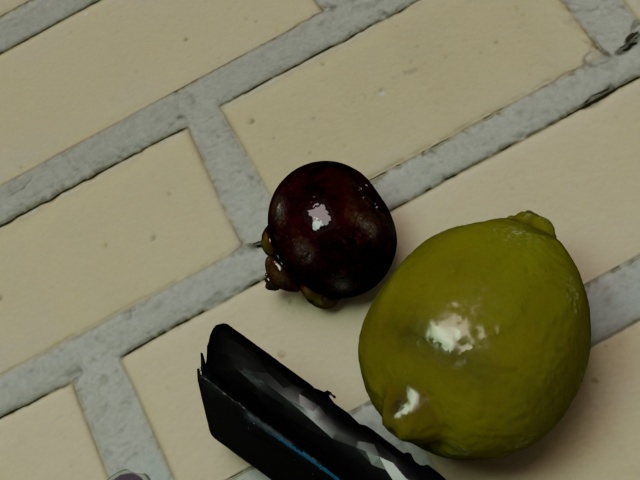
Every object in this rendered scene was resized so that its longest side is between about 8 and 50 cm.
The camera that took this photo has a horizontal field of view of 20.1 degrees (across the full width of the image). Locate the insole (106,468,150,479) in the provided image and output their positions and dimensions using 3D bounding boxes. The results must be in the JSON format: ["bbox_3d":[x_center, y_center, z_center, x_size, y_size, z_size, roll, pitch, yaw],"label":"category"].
[{"bbox_3d":[-0.224,0.278,1.601,0.197,0.004,0.065,-44,54,-11],"label":"insole"}]

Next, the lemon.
[{"bbox_3d":[0.133,0.079,1.497,0.184,0.184,0.248,19,56,30],"label":"lemon"}]

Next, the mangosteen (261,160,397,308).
[{"bbox_3d":[0.000,0.000,1.642,0.140,0.140,0.140,-10,55,14],"label":"mangosteen"}]

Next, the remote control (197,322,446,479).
[{"bbox_3d":[0.045,0.214,1.463,0.398,0.145,0.062,33,60,31],"label":"remote control"}]
